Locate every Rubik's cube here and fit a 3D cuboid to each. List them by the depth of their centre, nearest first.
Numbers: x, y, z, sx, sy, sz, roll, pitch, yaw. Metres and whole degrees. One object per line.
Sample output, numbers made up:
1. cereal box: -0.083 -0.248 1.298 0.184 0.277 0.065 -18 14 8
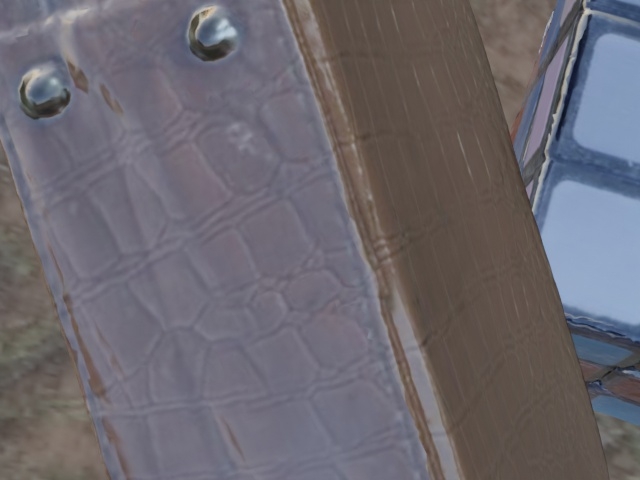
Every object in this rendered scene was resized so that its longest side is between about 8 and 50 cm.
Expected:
1. Rubik's cube: 0.318 -0.038 1.508 0.363 0.359 0.362 20 80 -1

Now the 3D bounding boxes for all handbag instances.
1. handbag: 0.000 0.000 0.405 0.072 0.151 0.193 -18 96 18
